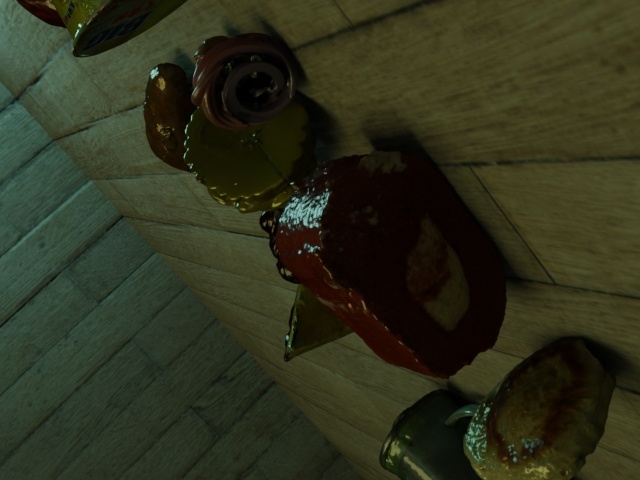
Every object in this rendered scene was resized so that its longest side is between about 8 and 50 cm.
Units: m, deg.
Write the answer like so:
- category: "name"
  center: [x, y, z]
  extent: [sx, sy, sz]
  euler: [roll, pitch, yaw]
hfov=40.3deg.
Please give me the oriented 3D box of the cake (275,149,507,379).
- category: "cake"
  center: [0.086, 0.020, 0.980]
  extent: [0.283, 0.177, 0.151]
  euler: [44, 165, -18]

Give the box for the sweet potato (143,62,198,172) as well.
- category: "sweet potato"
  center: [-0.240, -0.185, 1.435]
  extent: [0.106, 0.095, 0.354]
  euler: [0, 159, 6]

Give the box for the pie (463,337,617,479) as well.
- category: "pie"
  center: [0.250, 0.200, 1.007]
  extent: [0.084, 0.179, 0.205]
  euler: [42, 159, -7]

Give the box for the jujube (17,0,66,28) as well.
- category: "jujube"
  center: [-0.292, -0.343, 1.093]
  extent: [0.236, 0.168, 0.168]
  euler: [17, 152, 31]

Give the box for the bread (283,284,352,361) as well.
- category: "bread"
  center: [-0.027, 0.135, 1.584]
  extent: [0.169, 0.160, 0.140]
  euler: [50, 165, 6]

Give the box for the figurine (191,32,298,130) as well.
- category: "figurine"
  center: [-0.106, -0.191, 1.050]
  extent: [0.157, 0.126, 0.114]
  euler: [19, 105, 56]

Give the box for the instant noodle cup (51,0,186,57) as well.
- category: "instant noodle cup"
  center: [-0.209, -0.309, 0.896]
  extent: [0.153, 0.205, 0.205]
  euler: [57, 164, -5]

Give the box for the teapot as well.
- category: "teapot"
  center: [0.265, 0.388, 1.480]
  extent: [0.337, 0.200, 0.270]
  euler: [38, 137, 32]

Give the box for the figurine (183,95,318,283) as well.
- category: "figurine"
  center: [-0.037, -0.060, 1.198]
  extent: [0.187, 0.168, 0.315]
  euler: [22, 163, 32]
